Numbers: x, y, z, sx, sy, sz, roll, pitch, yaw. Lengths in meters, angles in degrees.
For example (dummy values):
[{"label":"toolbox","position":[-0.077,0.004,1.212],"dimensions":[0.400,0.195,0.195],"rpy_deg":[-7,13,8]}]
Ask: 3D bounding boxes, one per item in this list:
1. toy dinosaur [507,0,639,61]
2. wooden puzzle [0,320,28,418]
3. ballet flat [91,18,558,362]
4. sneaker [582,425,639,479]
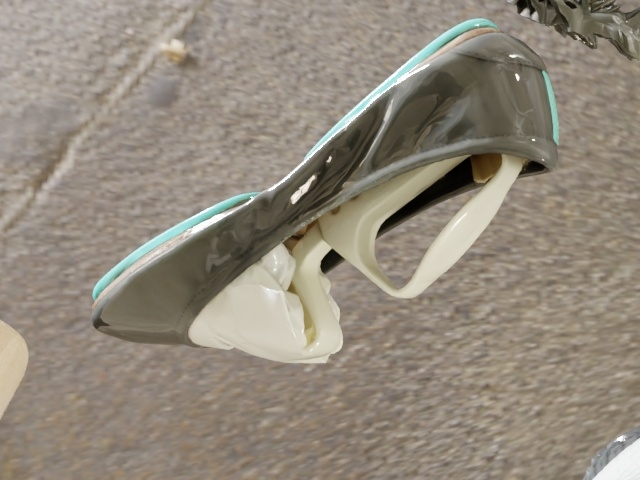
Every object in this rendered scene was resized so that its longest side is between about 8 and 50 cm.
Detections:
[{"label":"toy dinosaur","position":[0.239,-0.267,1.332],"dimensions":[0.322,0.164,0.218],"rpy_deg":[25,98,6]},{"label":"wooden puzzle","position":[-0.421,0.130,1.148],"dimensions":[0.348,0.080,0.322],"rpy_deg":[33,67,-19]},{"label":"ballet flat","position":[0.000,0.000,0.834],"dimensions":[0.280,0.095,0.096],"rpy_deg":[-35,68,23]},{"label":"sneaker","position":[0.143,0.114,0.647],"dimensions":[0.085,0.237,0.086],"rpy_deg":[-34,84,37]}]
